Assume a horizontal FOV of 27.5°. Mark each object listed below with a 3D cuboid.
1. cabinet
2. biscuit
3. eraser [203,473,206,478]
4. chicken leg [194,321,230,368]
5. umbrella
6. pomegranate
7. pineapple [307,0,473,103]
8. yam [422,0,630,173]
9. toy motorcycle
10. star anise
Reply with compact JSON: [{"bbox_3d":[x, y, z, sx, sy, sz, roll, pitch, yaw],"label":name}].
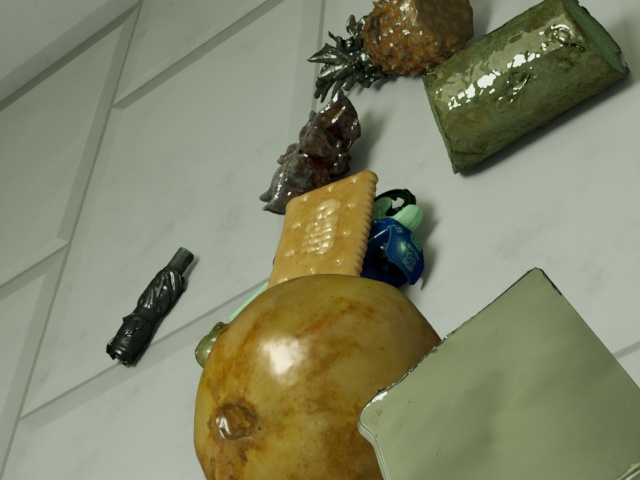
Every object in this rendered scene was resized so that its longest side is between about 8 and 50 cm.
[{"bbox_3d":[0.239,0.253,1.171,0.227,0.318,0.290,-40,30,6],"label":"cabinet"},{"bbox_3d":[-0.001,-0.001,1.859,0.160,0.030,0.250,-20,34,26],"label":"biscuit"},{"bbox_3d":[-0.115,0.331,1.811,0.052,0.029,0.122,-52,31,-13],"label":"eraser"},{"bbox_3d":[-0.111,0.141,2.009,0.178,0.070,0.093,-31,49,9],"label":"chicken leg"},{"bbox_3d":[-0.290,0.112,2.283,0.066,0.059,0.236,19,63,33],"label":"umbrella"},{"bbox_3d":[0.019,0.210,1.546,0.338,0.338,0.338,-32,32,23],"label":"pomegranate"},{"bbox_3d":[0.108,-0.334,2.268,0.340,0.169,0.169,-26,33,49],"label":"pineapple"},{"bbox_3d":[0.277,-0.227,1.891,0.304,0.168,0.168,-29,33,23],"label":"yam"},{"bbox_3d":[0.028,0.056,1.893,0.331,0.125,0.196,-41,28,-1],"label":"toy motorcycle"},{"bbox_3d":[-0.002,-0.137,2.183,0.236,0.109,0.223,-57,5,8],"label":"star anise"}]
